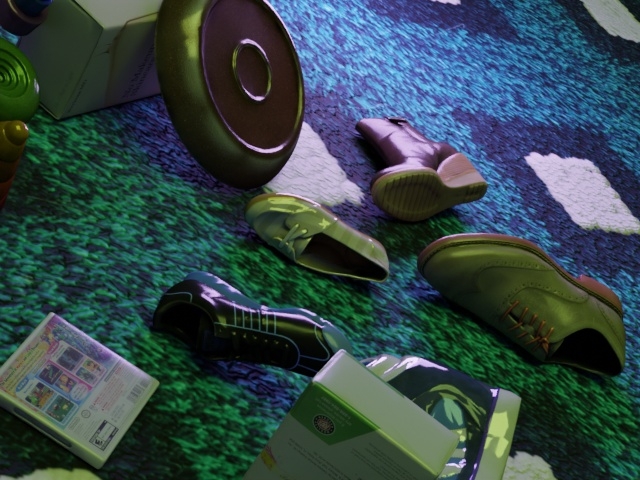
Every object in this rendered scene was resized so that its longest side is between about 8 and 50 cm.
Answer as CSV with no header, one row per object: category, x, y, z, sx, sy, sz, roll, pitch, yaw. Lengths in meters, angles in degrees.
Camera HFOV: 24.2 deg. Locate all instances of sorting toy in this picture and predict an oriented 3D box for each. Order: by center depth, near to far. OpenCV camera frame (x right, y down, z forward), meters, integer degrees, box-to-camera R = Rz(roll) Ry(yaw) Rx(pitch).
sorting toy,-0.360,-0.195,1.759,0.127,0.126,0.365,35,44,-30

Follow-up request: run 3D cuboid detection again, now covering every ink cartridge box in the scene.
ink cartridge box,0.015,0.242,1.508,0.154,0.212,0.093,36,27,6

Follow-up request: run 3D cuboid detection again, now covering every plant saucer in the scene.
plant saucer,-0.109,-0.226,2.048,0.311,0.050,0.310,22,63,-53

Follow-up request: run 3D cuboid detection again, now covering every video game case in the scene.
video game case,-0.258,0.154,1.563,0.143,0.019,0.157,33,31,-1

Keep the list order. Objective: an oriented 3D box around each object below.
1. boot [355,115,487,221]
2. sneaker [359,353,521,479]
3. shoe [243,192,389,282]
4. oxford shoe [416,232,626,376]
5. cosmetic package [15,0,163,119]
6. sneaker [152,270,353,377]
boot,0.115,-0.118,2.279,0.248,0.090,0.207,-4,35,-45
sneaker,0.079,0.260,1.665,0.236,0.130,0.322,16,46,11
shoe,0.000,0.000,1.975,0.219,0.076,0.058,23,27,-22
oxford shoe,0.294,0.092,2.087,0.348,0.123,0.130,19,39,-22
cosmetic package,-0.266,-0.280,2.040,0.113,0.160,0.309,41,32,14
sneaker,-0.081,0.113,1.708,0.232,0.081,0.090,21,35,18
